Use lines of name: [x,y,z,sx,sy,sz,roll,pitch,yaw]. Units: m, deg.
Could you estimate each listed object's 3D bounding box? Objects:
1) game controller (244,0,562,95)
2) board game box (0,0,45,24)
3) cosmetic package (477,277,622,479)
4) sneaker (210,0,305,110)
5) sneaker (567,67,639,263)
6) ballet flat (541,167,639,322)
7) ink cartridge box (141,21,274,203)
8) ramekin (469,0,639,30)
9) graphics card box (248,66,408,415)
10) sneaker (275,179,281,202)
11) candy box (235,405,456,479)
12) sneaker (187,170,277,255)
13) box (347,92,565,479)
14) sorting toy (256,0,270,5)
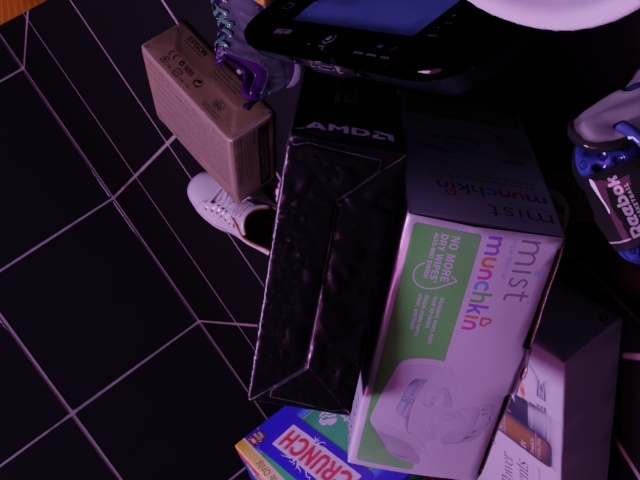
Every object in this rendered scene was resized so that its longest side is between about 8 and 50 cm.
game controller: [0.062,-0.192,0.703,0.319,0.166,0.067,26,143,53]
board game box: [-0.479,-0.541,1.089,0.356,0.356,0.356,45,159,25]
cosmetic package: [0.216,0.171,1.048,0.284,0.097,0.377,39,152,43]
sneaker: [-0.105,-0.277,1.057,0.224,0.098,0.083,60,160,-19]
sneaker: [0.250,-0.059,0.468,0.127,0.182,0.315,55,161,-9]
ballet flat: [0.276,0.033,0.754,0.250,0.058,0.084,48,160,16]
ink cartridge box: [-0.177,-0.203,1.370,0.235,0.088,0.193,47,161,18]
ramekin: [0.133,-0.269,0.454,0.277,0.135,0.277,45,159,22]
graphics card box: [0.008,-0.043,0.789,0.371,0.094,0.233,-82,3,-66]
sneaker: [0.000,0.000,1.280,0.111,0.103,0.252,45,160,29]
candy box: [0.064,0.340,1.383,0.268,0.317,0.122,33,152,46]
sneaker: [-0.129,-0.056,1.460,0.290,0.106,0.123,31,171,26]
box: [0.108,0.038,0.764,0.231,0.126,0.262,-83,4,-57]
sorting toy: [-0.093,-0.391,0.824,0.196,0.047,0.348,31,141,42]
